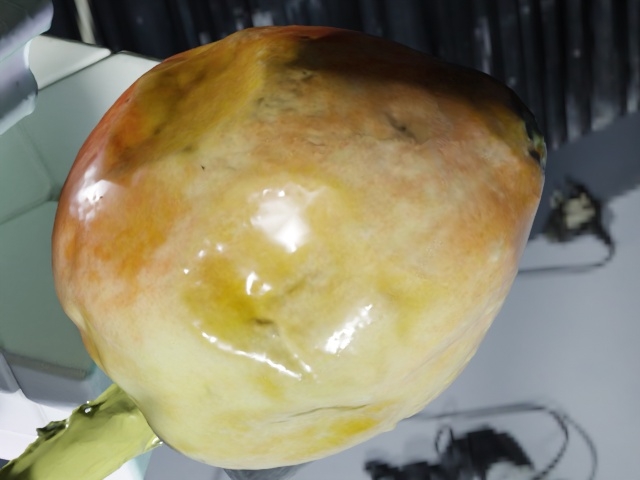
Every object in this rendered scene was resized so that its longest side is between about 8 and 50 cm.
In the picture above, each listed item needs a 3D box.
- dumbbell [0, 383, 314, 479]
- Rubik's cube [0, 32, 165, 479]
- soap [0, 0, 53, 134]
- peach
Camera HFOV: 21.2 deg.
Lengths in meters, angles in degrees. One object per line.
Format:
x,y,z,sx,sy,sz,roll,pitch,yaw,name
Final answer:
-0.180,0.163,1.254,0.322,0.204,0.204,-35,47,-8,dumbbell
-0.287,0.010,1.596,0.318,0.316,0.322,12,66,9,Rubik's cube
-0.365,-0.113,1.244,0.208,0.115,0.347,22,31,9,soap
0.000,0.000,0.813,0.235,0.214,0.214,-20,38,29,peach
